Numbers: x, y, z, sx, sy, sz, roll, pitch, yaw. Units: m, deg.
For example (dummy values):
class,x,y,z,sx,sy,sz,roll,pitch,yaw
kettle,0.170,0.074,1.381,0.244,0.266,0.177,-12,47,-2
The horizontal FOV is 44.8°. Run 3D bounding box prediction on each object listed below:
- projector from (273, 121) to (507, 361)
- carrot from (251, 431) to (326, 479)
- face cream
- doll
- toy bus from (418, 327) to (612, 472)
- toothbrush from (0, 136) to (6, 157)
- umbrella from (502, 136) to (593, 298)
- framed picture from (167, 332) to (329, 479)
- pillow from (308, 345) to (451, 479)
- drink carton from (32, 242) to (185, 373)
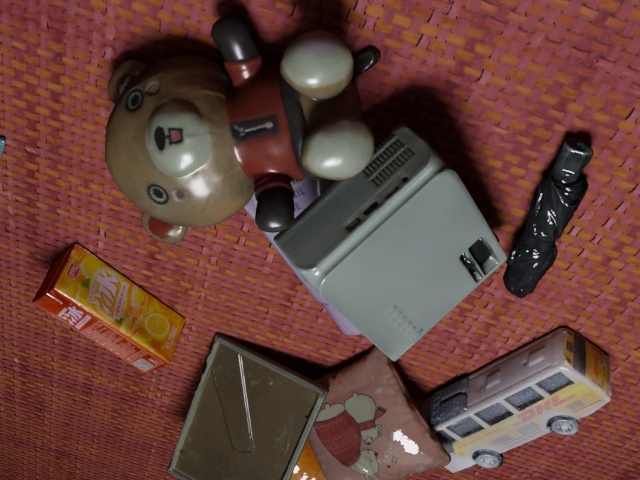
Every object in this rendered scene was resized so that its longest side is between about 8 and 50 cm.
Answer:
class,x,y,z,sx,sy,sz,roll,pitch,yaw
projector,0.090,0.008,0.918,0.198,0.108,0.250,-43,139,2
carrot,-0.082,0.354,1.397,0.225,0.159,0.159,45,130,-11
face cream,0.000,0.000,1.048,0.154,0.096,0.273,-19,115,34
doll,-0.091,-0.127,0.879,0.330,0.174,0.234,-10,99,20
toy bus,0.296,0.263,1.230,0.138,0.097,0.342,35,132,-19
toothbrush,-0.473,-0.092,1.112,0.011,0.014,0.167,34,134,-8
umbrella,0.281,-0.025,0.957,0.059,0.066,0.235,17,135,5
framed picture,-0.130,0.326,1.323,0.213,0.016,0.289,25,108,11
pillow,0.069,0.305,1.286,0.236,0.084,0.223,-29,84,28
drink carton,-0.330,0.112,1.228,0.071,0.096,0.223,-28,123,36
